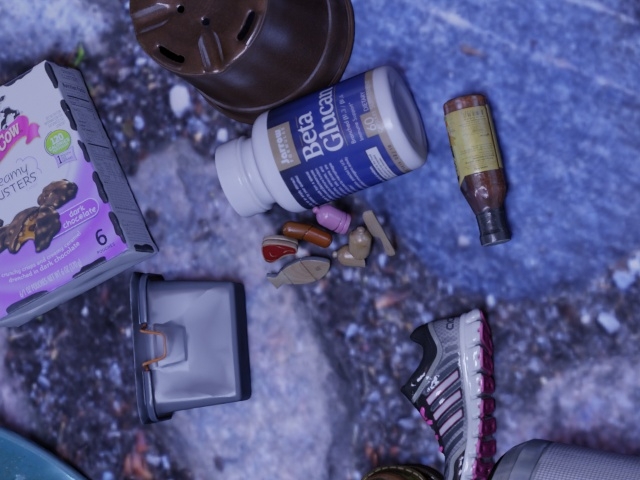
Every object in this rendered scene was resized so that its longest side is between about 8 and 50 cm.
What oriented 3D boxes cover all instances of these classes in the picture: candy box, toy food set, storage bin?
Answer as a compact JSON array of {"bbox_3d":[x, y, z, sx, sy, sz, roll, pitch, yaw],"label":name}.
[{"bbox_3d":[-0.268,-0.041,1.529,0.165,0.070,0.196,-28,79,16],"label":"candy box"},{"bbox_3d":[0.000,0.000,1.441,0.122,0.078,0.019,-13,43,21],"label":"toy food set"},{"bbox_3d":[-0.113,0.091,1.463,0.091,0.098,0.135,-6,85,8],"label":"storage bin"}]

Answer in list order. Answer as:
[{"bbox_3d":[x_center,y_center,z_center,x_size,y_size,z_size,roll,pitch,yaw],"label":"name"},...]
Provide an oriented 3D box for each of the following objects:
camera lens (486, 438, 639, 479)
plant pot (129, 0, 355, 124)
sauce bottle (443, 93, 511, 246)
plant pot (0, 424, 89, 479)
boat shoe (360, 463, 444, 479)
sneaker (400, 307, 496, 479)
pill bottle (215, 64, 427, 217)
[{"bbox_3d":[0.247,0.276,1.256,0.274,0.219,0.219,8,90,19],"label":"camera lens"},{"bbox_3d":[-0.075,-0.190,1.422,0.167,0.165,0.167,-1,87,20],"label":"plant pot"},{"bbox_3d":[0.135,-0.059,1.406,0.042,0.042,0.128,-13,81,18],"label":"sauce bottle"},{"bbox_3d":[-0.344,0.379,1.406,0.341,0.341,0.334,44,106,16],"label":"plant pot"},{"bbox_3d":[0.078,0.341,1.371,0.110,0.104,0.307,-18,81,17],"label":"boat shoe"},{"bbox_3d":[0.105,0.143,1.396,0.074,0.063,0.170,-2,81,19],"label":"sneaker"},{"bbox_3d":[-0.001,-0.079,1.427,0.169,0.094,0.094,-21,81,17],"label":"pill bottle"}]
